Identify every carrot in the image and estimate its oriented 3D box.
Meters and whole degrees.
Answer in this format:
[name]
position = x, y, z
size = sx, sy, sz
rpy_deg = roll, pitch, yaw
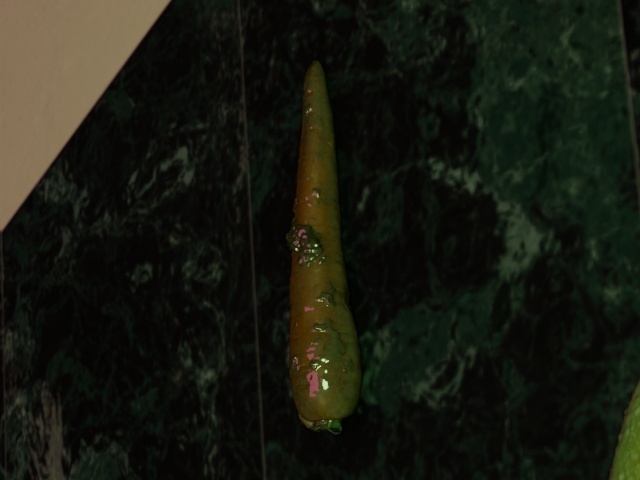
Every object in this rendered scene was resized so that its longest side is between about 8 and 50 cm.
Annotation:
[carrot]
position = 0.000, 0.000, 1.072
size = 0.049, 0.049, 0.254
rpy_deg = -21, 64, 45

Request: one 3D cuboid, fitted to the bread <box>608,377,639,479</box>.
[bread]
position = 0.246, 0.133, 0.764
size = 0.301, 0.045, 0.301
rpy_deg = -11, 74, 47
